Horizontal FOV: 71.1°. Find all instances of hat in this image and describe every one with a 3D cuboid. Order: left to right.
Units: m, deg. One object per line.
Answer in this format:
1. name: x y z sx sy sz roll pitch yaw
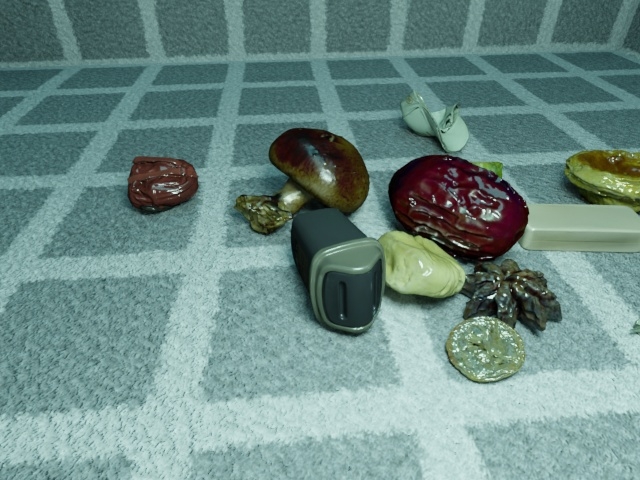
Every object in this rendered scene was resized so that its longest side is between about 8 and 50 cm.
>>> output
1. hat: 0.465 -0.462 1.830 0.258 0.168 0.301 3 56 -30

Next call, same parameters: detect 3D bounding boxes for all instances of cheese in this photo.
1. cheese: 0.239 0.062 1.089 0.214 0.117 0.226 6 23 -37

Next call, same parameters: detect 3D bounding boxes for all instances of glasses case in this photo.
1. glasses case: 0.735 -0.037 1.282 0.337 0.076 0.144 2 37 3

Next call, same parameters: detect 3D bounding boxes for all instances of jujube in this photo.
1. jujube: 0.366 -0.094 1.223 0.377 0.258 0.258 35 48 28

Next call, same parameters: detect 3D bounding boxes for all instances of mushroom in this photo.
1. mushroom: -0.021 -0.166 1.374 0.331 0.356 0.334 17 2 26

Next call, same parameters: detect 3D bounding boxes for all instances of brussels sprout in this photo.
1. brussels sprout: 0.515 -0.198 1.466 0.152 0.122 0.149 3 1 -2

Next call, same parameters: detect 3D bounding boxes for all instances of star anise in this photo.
1. star anise: 0.448 0.118 1.056 0.223 0.108 0.236 -27 42 -37

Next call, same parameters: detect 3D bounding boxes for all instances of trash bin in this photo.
1. trash bin: 0.038 0.060 1.054 0.182 0.209 0.290 -14 33 -15

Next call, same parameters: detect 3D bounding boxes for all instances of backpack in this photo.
1. backpack: -0.500 -0.189 1.441 0.229 0.138 0.229 -1 37 1

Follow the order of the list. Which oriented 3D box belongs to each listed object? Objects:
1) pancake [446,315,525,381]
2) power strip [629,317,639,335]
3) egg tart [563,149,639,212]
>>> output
1. pancake: 0.347 0.228 0.945 0.158 0.028 0.158 -7 48 8
2. power strip: 0.784 0.195 1.007 0.191 0.030 0.047 -4 38 -6
3. egg tart: 0.951 -0.184 1.421 0.352 0.150 0.352 0 31 0
